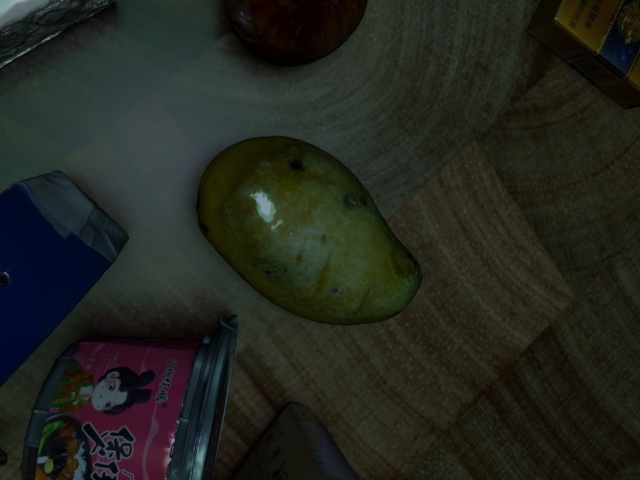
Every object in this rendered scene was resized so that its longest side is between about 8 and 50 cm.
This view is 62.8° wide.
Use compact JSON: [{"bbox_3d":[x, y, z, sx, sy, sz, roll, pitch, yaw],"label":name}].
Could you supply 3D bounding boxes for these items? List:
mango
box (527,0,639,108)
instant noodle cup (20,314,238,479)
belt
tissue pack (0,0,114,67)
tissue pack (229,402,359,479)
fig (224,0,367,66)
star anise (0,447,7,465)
[{"bbox_3d":[-0.007,0.003,0.663,0.176,0.176,0.329,-30,129,19],"label":"mango"},{"bbox_3d":[0.455,-0.333,0.814,0.237,0.070,0.152,27,87,-20],"label":"box"},{"bbox_3d":[-0.206,0.210,0.587,0.181,0.303,0.259,9,125,-5],"label":"instant noodle cup"},{"bbox_3d":[-0.308,0.057,0.473,0.212,0.347,0.117,-39,107,17],"label":"belt"},{"bbox_3d":[-0.365,-0.332,0.524,0.201,0.124,0.271,-34,106,-8],"label":"tissue pack"},{"bbox_3d":[-0.044,0.344,0.630,0.123,0.256,0.215,40,85,-21],"label":"tissue pack"},{"bbox_3d":[-0.017,-0.288,0.595,0.174,0.207,0.175,-5,105,-19],"label":"fig"},{"bbox_3d":[-0.499,0.191,0.544,0.331,0.117,0.332,-1,92,-26],"label":"star anise"}]
